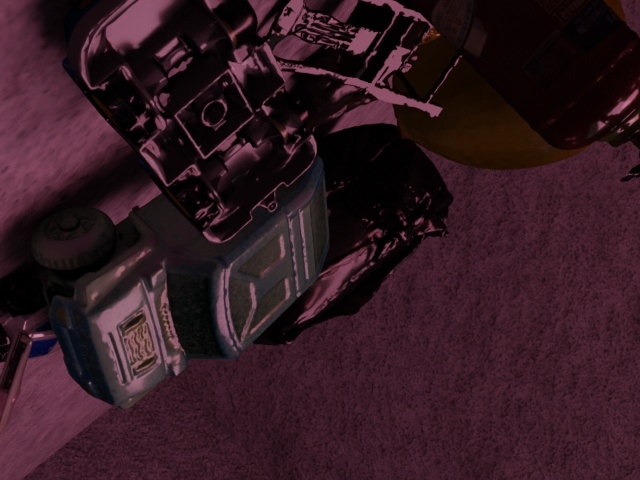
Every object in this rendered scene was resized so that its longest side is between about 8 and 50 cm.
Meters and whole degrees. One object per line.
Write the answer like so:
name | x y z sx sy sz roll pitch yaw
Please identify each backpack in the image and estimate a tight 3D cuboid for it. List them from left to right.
backpack | 0.000 0.000 1.409 0.445 0.255 0.363 -40 -160 -19

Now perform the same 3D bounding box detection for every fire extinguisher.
fire extinguisher | 0.158 -0.147 0.601 0.102 0.344 0.138 -45 177 36

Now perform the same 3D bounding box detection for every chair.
chair | 0.041 -0.207 0.773 0.229 0.113 0.106 12 128 -34

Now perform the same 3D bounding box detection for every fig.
fig | 0.263 -0.257 1.172 0.343 0.343 0.343 -43 178 -2

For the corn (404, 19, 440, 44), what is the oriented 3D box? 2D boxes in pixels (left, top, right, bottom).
corn | 0.147 -0.301 0.873 0.101 0.101 0.291 -42 -179 -26

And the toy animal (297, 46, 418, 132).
toy animal | 0.022 -0.183 0.976 0.148 0.084 0.232 -42 -179 -7

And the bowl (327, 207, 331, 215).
bowl | -0.135 0.013 1.103 0.289 0.146 0.289 -45 177 -3

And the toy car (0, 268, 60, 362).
toy car | -0.252 0.059 0.768 0.080 0.070 0.170 -44 179 40

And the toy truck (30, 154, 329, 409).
toy truck | -0.114 0.016 0.721 0.279 0.156 0.155 -43 141 -39

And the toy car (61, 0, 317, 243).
toy car | -0.081 -0.088 0.480 0.097 0.100 0.191 -43 145 -10

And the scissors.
scissors | -0.278 0.137 0.714 0.176 0.022 0.085 -59 -170 35
